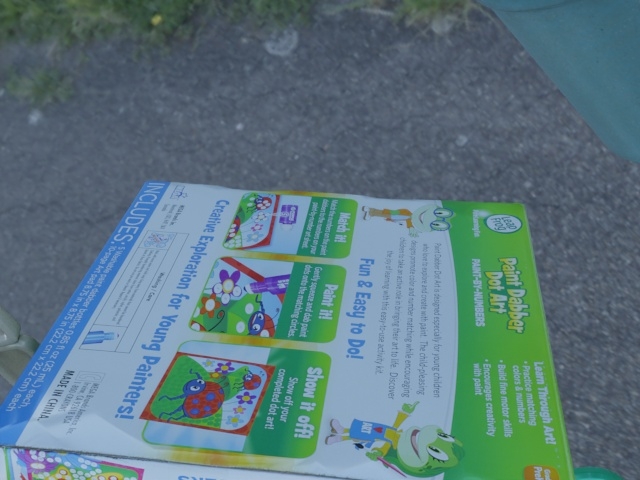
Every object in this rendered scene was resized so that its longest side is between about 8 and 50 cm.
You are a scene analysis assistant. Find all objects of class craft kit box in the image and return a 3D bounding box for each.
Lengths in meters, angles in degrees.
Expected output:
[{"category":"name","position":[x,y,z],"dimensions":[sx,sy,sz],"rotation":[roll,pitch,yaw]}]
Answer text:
[{"category":"craft kit box","position":[-0.007,0.050,0.460],"dimensions":[0.247,0.061,0.250],"rotation":[2,31,7]}]

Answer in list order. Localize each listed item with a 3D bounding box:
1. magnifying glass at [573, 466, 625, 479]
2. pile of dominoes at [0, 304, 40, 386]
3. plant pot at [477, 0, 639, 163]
[{"category":"magnifying glass","position":[0.220,0.307,0.906],"dimensions":[0.231,0.092,0.026],"rotation":[-39,16,23]},{"category":"pile of dominoes","position":[-0.266,0.051,0.468],"dimensions":[0.251,0.196,0.040],"rotation":[-10,47,15]},{"category":"plant pot","position":[0.320,-0.273,0.855],"dimensions":[0.341,0.334,0.341],"rotation":[-30,35,23]}]
